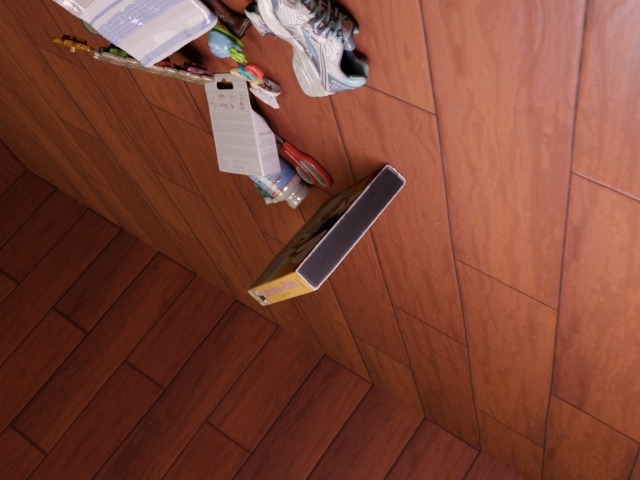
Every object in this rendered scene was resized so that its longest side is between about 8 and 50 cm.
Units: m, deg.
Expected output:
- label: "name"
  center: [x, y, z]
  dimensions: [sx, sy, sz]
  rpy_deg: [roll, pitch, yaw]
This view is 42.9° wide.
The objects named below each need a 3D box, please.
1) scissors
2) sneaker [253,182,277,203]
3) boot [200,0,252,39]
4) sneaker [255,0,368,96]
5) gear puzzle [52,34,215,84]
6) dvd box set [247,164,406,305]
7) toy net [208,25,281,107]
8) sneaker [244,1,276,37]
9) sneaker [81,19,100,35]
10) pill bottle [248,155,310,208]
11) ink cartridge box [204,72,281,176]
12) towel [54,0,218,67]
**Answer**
- label: "scissors"
  center: [-0.086, -0.227, 1.869]
  dimensions: [0.297, 0.021, 0.109]
  rpy_deg: [47, 162, -23]
- label: "sneaker"
  center: [-0.128, -0.139, 2.093]
  dimensions: [0.076, 0.065, 0.166]
  rpy_deg: [47, 159, -14]
- label: "boot"
  center: [-0.181, -0.432, 1.526]
  dimensions: [0.114, 0.037, 0.106]
  rpy_deg: [46, 159, -10]
- label: "sneaker"
  center: [-0.002, -0.353, 1.312]
  dimensions: [0.122, 0.110, 0.283]
  rpy_deg: [4, 148, 31]
- label: "gear puzzle"
  center: [-0.399, -0.395, 1.746]
  dimensions: [0.339, 0.044, 0.175]
  rpy_deg: [10, -175, -18]
- label: "dvd box set"
  center: [0.000, 0.000, 1.794]
  dimensions: [0.062, 0.307, 0.420]
  rpy_deg: [43, 162, -7]
- label: "toy net"
  center: [-0.129, -0.333, 1.602]
  dimensions: [0.122, 0.045, 0.232]
  rpy_deg: [24, 171, 37]
- label: "sneaker"
  center: [-0.088, -0.386, 1.460]
  dimensions: [0.098, 0.038, 0.069]
  rpy_deg: [37, 166, 35]
- label: "sneaker"
  center: [-0.330, -0.488, 1.582]
  dimensions: [0.270, 0.145, 0.090]
  rpy_deg: [-14, 120, 22]
- label: "pill bottle"
  center: [-0.105, -0.152, 1.970]
  dimensions: [0.160, 0.087, 0.087]
  rpy_deg: [40, 162, -6]
- label: "ink cartridge box"
  center: [-0.180, -0.264, 1.840]
  dimensions: [0.189, 0.066, 0.232]
  rpy_deg: [13, 114, 51]
- label: "towel"
  center: [-0.352, -0.434, 1.479]
  dimensions: [0.209, 0.034, 0.285]
  rpy_deg: [-21, 144, 32]
